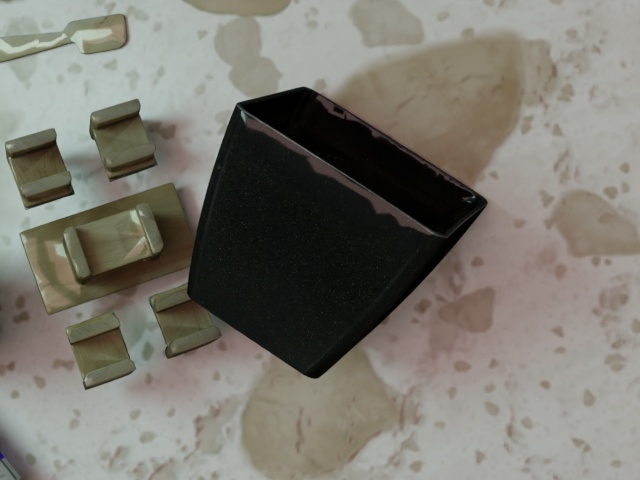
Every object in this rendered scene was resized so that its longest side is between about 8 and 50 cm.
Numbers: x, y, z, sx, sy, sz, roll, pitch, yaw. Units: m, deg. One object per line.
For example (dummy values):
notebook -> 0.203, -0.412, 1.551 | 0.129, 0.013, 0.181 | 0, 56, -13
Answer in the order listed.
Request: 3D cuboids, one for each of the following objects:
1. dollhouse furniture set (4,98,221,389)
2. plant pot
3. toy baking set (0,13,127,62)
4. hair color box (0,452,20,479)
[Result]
dollhouse furniture set -> -0.230, 0.027, 1.256 | 0.242, 0.161, 0.212 | -19, 86, -12
plant pot -> 0.000, 0.000, 1.175 | 0.187, 0.188, 0.167 | 33, 106, 9
toy baking set -> -0.297, -0.241, 1.300 | 0.197, 0.030, 0.256 | -37, 83, 8
hair color box -> -0.440, 0.140, 1.235 | 0.339, 0.185, 0.110 | 46, 126, 8
